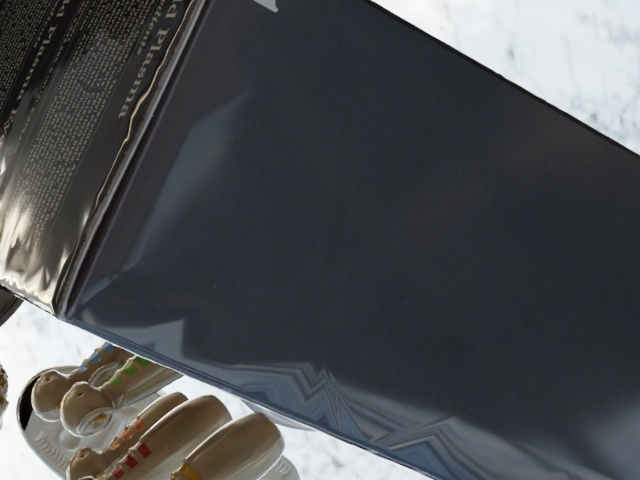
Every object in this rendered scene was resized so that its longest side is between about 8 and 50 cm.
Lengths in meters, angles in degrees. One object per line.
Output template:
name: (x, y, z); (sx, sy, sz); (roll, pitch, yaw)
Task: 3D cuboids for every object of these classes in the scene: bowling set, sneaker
bowling set: (-0.171, 0.124, 1.316); (0.154, 0.200, 0.287); (-35, -171, -19)
sneaker: (-0.191, 0.216, 1.738); (0.236, 0.322, 0.130); (1, -110, 68)

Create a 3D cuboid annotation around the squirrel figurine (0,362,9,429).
squirrel figurine: (-0.618, 0.178, 2.138); (0.370, 0.281, 0.397); (30, -151, 14)

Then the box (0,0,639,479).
box: (0.000, 0.000, 0.849); (0.312, 0.343, 0.179); (13, -101, 64)

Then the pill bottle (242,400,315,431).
pill bottle: (0.000, 0.000, 1.718); (0.210, 0.210, 0.363); (-11, -134, 6)

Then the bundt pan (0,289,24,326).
bundt pan: (-0.451, 0.035, 1.795); (0.330, 0.124, 0.331); (-30, -150, 20)
